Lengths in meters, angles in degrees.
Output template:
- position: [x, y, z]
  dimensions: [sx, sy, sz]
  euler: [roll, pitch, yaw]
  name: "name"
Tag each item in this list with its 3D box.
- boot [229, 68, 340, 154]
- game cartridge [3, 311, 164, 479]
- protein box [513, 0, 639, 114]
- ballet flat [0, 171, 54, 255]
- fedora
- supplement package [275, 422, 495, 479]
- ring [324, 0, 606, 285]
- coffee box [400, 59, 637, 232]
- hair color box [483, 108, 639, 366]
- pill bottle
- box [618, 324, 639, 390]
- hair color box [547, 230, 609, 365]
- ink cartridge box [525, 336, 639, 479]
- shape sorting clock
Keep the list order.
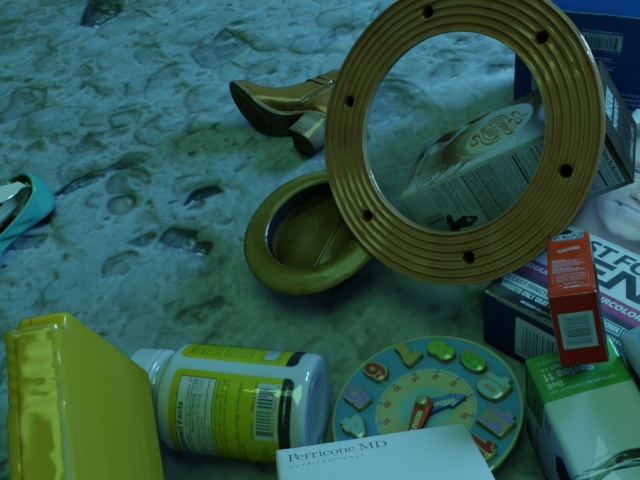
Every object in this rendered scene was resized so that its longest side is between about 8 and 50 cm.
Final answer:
- position: [-0.029, -0.223, 1.197]
  dimensions: [0.197, 0.073, 0.152]
  euler: [35, 65, 20]
  name: "boot"
- position: [-0.171, 0.240, 0.619]
  dimensions: [0.052, 0.285, 0.324]
  euler: [-13, 70, -3]
  name: "game cartridge"
- position: [0.375, -0.256, 1.048]
  dimensions: [0.199, 0.201, 0.136]
  euler: [13, 54, 22]
  name: "protein box"
- position: [-0.484, -0.009, 1.096]
  dimensions: [0.083, 0.087, 0.247]
  euler: [21, 57, 27]
  name: "ballet flat"
- position: [0.000, 0.000, 0.990]
  dimensions: [0.194, 0.079, 0.194]
  euler: [-8, 54, 11]
  name: "fedora"
- position: [0.068, 0.295, 0.570]
  dimensions: [0.177, 0.175, 0.293]
  euler: [-8, 19, -5]
  name: "supplement package"
- position: [0.146, -0.119, 0.858]
  dimensions: [0.336, 0.337, 0.032]
  euler: [31, 20, 32]
  name: "ring"
- position: [0.233, -0.094, 0.918]
  dimensions: [0.246, 0.098, 0.141]
  euler: [-23, 24, 34]
  name: "coffee box"
- position: [0.353, 0.009, 0.890]
  dimensions: [0.173, 0.105, 0.347]
  euler: [29, 60, 31]
  name: "hair color box"
- position: [-0.102, 0.173, 0.836]
  dimensions: [0.208, 0.119, 0.119]
  euler: [3, 51, 15]
  name: "pill bottle"
- position: [0.331, 0.174, 0.695]
  dimensions: [0.038, 0.186, 0.145]
  euler: [-28, 48, 6]
  name: "box"
- position: [0.237, 0.050, 0.720]
  dimensions: [0.043, 0.072, 0.141]
  euler: [-10, 20, 19]
  name: "hair color box"
- position: [0.260, 0.219, 0.696]
  dimensions: [0.086, 0.153, 0.208]
  euler: [-15, 47, 2]
  name: "ink cartridge box"
- position: [0.111, 0.180, 0.825]
  dimensions: [0.206, 0.040, 0.206]
  euler: [-10, 42, 9]
  name: "shape sorting clock"
